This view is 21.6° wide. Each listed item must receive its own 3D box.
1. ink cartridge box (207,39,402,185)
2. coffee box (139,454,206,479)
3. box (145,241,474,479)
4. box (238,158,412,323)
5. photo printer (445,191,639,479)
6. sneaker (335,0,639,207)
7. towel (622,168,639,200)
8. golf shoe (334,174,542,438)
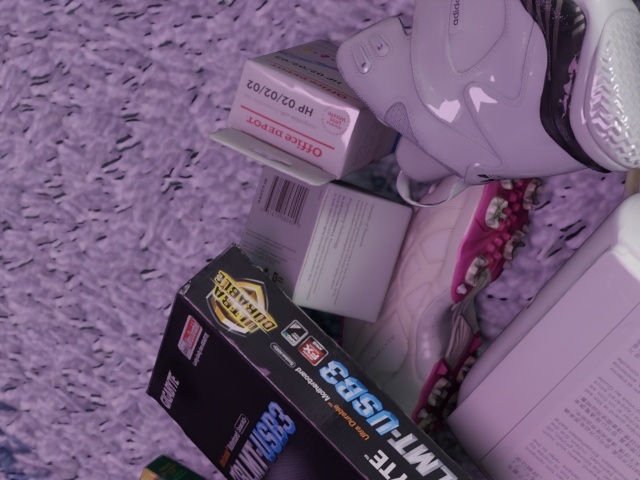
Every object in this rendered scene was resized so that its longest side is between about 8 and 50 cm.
[{"bbox_3d":[-0.001,-0.104,1.332,0.104,0.181,0.062,25,112,17],"label":"ink cartridge box"},{"bbox_3d":[-0.098,0.292,1.556,0.184,0.040,0.113,29,113,15],"label":"coffee box"},{"bbox_3d":[-0.012,0.170,1.377,0.293,0.073,0.295,44,157,6],"label":"box"},{"bbox_3d":[0.000,0.000,1.341,0.101,0.087,0.102,24,98,54],"label":"box"},{"bbox_3d":[0.249,0.137,1.280,0.256,0.107,0.307,40,137,5],"label":"photo printer"},{"bbox_3d":[0.115,-0.203,1.241,0.210,0.137,0.366,-18,73,28],"label":"sneaker"},{"bbox_3d":[0.409,-0.097,1.202,0.374,0.090,0.321,10,108,22],"label":"towel"},{"bbox_3d":[0.080,0.018,1.369,0.140,0.115,0.306,29,109,25],"label":"golf shoe"}]
